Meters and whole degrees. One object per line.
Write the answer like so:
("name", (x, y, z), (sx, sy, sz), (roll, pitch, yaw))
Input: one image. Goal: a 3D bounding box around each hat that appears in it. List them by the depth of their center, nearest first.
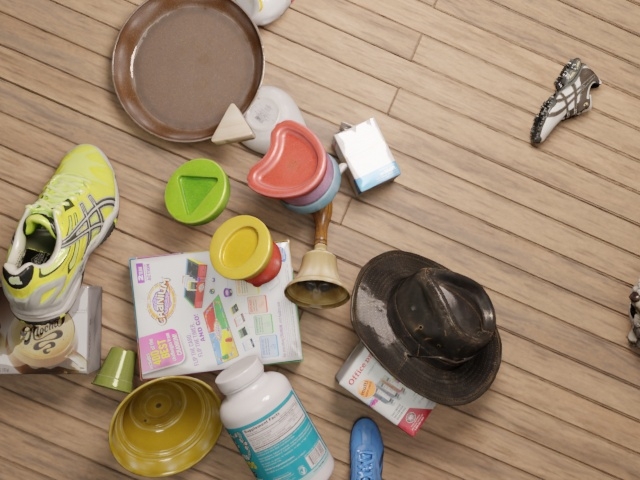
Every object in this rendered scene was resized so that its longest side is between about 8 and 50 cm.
("hat", (0.226, 0.134, 1.432), (0.331, 0.134, 0.331), (12, 56, -18))

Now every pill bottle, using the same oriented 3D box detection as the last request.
("pill bottle", (-0.093, 0.350, 1.444), (0.146, 0.146, 0.264), (-29, 99, -4))

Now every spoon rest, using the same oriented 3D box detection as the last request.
("spoon rest", (-0.062, -0.204, 1.546), (0.276, 0.084, 0.137), (41, 88, 14))

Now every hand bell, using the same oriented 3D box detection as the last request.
("hand bell", (0.000, 0.000, 1.507), (0.126, 0.126, 0.242), (5, 59, -2))

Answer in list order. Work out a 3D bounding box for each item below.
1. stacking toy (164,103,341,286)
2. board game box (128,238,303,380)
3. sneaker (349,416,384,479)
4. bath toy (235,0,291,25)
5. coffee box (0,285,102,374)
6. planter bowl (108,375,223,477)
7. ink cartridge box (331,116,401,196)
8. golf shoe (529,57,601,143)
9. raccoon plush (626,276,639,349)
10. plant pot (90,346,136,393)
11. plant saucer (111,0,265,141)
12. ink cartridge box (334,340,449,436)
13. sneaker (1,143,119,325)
("stacking toy", (-0.125, -0.085, 1.468), (0.279, 0.130, 0.309), (35, 87, 28))
("board game box", (-0.203, 0.135, 1.515), (0.317, 0.064, 0.242), (-6, 86, -3))
("sneaker", (0.090, 0.455, 1.501), (0.069, 0.082, 0.209), (3, 85, -1))
("bath toy", (-0.145, -0.601, 1.542), (0.129, 0.151, 0.348), (-22, 87, -39))
("coffee box", (-0.579, 0.169, 1.466), (0.297, 0.119, 0.168), (1, 86, -3))
("planter bowl", (-0.301, 0.334, 1.467), (0.217, 0.090, 0.217), (-9, 113, -21))
("ink cartridge box", (0.086, -0.173, 1.535), (0.090, 0.092, 0.143), (-25, 89, -4))
("golf shoe", (0.505, -0.273, 1.571), (0.094, 0.077, 0.198), (31, 86, -1))
("raccoon plush", (0.812, 0.104, 1.508), (0.447, 0.216, 0.299), (9, 94, -2))
("plant pot", (-0.394, 0.251, 1.497), (0.083, 0.083, 0.079), (15, 72, -2))
("plant saucer", (-0.259, -0.347, 1.533), (0.311, 0.050, 0.310), (0, 89, 8))
("ink cartridge box", (0.134, 0.270, 1.491), (0.176, 0.127, 0.128), (35, 85, 1))
("sneaker", (-0.470, -0.038, 1.417), (0.145, 0.147, 0.384), (5, 55, 1))
